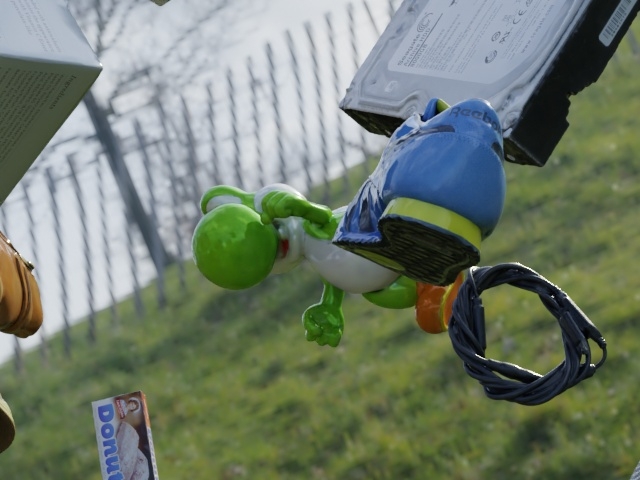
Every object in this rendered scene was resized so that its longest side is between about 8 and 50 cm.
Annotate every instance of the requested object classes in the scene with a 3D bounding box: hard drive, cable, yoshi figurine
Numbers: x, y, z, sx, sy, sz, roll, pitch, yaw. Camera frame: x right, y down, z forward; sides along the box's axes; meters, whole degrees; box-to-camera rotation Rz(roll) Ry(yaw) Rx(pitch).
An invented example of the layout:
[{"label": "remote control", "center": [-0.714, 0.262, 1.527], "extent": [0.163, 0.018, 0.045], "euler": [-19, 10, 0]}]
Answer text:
[{"label": "hard drive", "center": [0.173, -0.206, 1.583], "extent": [0.237, 0.064, 0.339], "euler": [-57, 28, -7]}, {"label": "cable", "center": [0.217, 0.102, 1.696], "extent": [0.150, 0.184, 0.047], "euler": [-32, -27, -14]}, {"label": "yoshi figurine", "center": [-0.011, 0.021, 1.921], "extent": [0.362, 0.203, 0.203], "euler": [12, -8, 21]}]

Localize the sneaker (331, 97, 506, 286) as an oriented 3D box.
[{"label": "sneaker", "center": [0.058, -0.026, 0.829], "extent": [0.069, 0.082, 0.209], "euler": [21, -10, -5]}]

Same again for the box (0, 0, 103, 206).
[{"label": "box", "center": [-0.297, -0.146, 1.223], "extent": [0.119, 0.181, 0.182], "euler": [1, -41, -50]}]

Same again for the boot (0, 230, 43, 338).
[{"label": "boot", "center": [-0.381, -0.032, 1.592], "extent": [0.109, 0.283, 0.220], "euler": [-32, -19, 4]}]

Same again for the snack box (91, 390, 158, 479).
[{"label": "snack box", "center": [-0.228, 0.272, 1.816], "extent": [0.064, 0.178, 0.022], "euler": [-15, -22, 6]}]

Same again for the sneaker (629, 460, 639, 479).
[{"label": "sneaker", "center": [0.389, 0.308, 1.616], "extent": [0.126, 0.127, 0.321], "euler": [-60, -3, 30]}]

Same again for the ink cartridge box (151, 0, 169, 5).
[{"label": "ink cartridge box", "center": [-0.152, -0.320, 1.380], "extent": [0.104, 0.181, 0.061], "euler": [-30, -17, 15]}]

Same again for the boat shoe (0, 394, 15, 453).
[{"label": "boat shoe", "center": [-0.457, 0.134, 1.749], "extent": [0.104, 0.285, 0.089], "euler": [-30, 29, 1]}]
